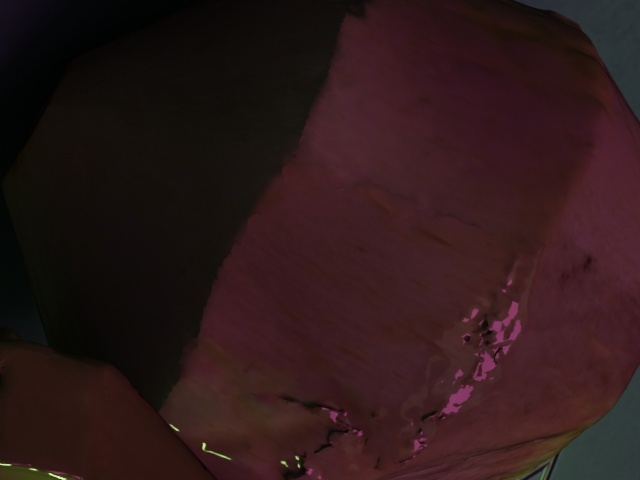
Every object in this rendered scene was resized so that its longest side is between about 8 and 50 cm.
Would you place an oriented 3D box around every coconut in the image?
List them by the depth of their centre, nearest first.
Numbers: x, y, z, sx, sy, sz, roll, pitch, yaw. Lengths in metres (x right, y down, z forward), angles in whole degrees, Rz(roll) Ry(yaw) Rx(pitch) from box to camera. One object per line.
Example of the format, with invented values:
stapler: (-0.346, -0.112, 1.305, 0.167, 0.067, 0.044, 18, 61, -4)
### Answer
coconut: (0.000, 0.000, 0.721, 0.259, 0.259, 0.259, -36, 147, -28)

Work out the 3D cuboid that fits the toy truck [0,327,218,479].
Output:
toy truck: (-0.107, 0.155, 0.622, 0.405, 0.254, 0.180, 54, 36, -47)
